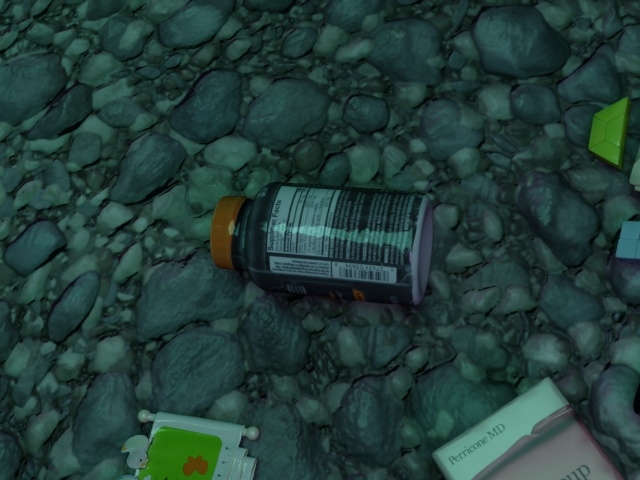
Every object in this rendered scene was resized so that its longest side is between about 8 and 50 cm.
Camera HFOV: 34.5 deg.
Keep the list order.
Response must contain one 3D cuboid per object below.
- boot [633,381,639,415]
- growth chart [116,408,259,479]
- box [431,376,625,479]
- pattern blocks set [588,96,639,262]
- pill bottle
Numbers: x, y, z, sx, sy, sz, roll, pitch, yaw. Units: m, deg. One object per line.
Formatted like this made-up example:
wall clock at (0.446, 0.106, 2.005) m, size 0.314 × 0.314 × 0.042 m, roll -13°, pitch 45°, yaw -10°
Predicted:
boot at (0.424, 0.118, 1.096) m, size 0.106 × 0.082 × 0.219 m, roll 33°, pitch 75°, yaw -2°
growth chart at (-0.154, 0.294, 1.135) m, size 0.171 × 0.021 × 0.237 m, roll 0°, pitch 52°, yaw 8°
box at (0.237, 0.279, 1.033) m, size 0.148 × 0.127 × 0.232 m, roll -34°, pitch 68°, yaw -1°
pattern blocks set at (0.433, -0.127, 1.133) m, size 0.285 × 0.026 × 0.325 m, roll -8°, pitch 64°, yaw 35°
pill bottle at (0.000, 0.000, 1.182) m, size 0.245 × 0.130 × 0.131 m, roll 5°, pitch 72°, yaw 14°
